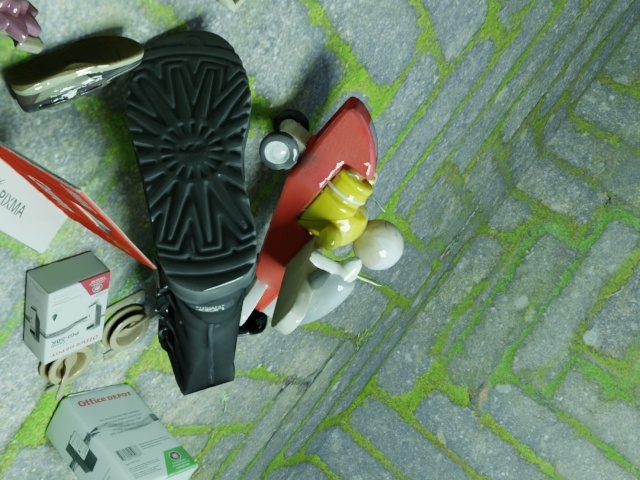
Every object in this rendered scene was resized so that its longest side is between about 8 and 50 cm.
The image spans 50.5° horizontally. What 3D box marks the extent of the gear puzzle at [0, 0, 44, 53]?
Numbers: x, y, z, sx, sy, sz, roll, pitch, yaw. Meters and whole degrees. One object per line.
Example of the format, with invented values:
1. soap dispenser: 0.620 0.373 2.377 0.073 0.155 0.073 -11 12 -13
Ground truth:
1. gear puzzle: -0.329 -0.223 0.422 0.044 0.175 0.339 -38 168 21

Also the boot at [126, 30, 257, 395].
1. boot: -0.174 -0.010 0.962 0.146 0.366 0.445 -2 155 -8

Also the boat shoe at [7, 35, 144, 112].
1. boat shoe: -0.269 -0.186 0.758 0.152 0.056 0.049 -25 149 -28

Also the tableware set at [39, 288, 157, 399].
1. tableware set: -0.351 0.172 1.086 0.194 0.039 0.128 -30 147 -39

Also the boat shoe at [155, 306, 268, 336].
1. boat shoe: -0.152 0.132 1.281 0.127 0.113 0.340 -59 154 12

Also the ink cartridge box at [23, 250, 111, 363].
1. ink cartridge box: -0.357 0.095 0.958 0.099 0.056 0.135 -25 142 -46

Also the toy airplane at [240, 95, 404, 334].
1. toy airplane: 0.000 0.000 1.141 0.384 0.273 0.386 116 -8 -72

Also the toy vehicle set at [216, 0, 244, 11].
1. toy vehicle set: -0.109 -0.404 0.760 0.166 0.035 0.267 -51 155 -4

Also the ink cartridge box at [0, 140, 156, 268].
1. ink cartridge box: -0.287 -0.041 0.609 0.060 0.239 0.275 -57 174 -13

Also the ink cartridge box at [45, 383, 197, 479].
1. ink cartridge box: -0.337 0.351 1.146 0.086 0.208 0.153 -57 154 16
